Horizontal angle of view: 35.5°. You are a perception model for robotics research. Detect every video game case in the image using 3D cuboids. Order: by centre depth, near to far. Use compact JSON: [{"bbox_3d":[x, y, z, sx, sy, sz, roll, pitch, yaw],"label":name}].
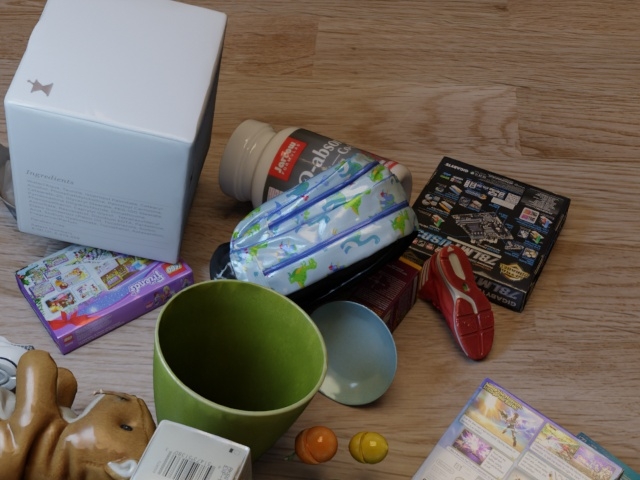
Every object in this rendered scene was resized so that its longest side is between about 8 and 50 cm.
[{"bbox_3d":[0.314,0.400,1.642,0.269,0.061,0.244,33,76,26],"label":"video game case"}]

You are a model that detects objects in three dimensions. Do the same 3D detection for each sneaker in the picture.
[{"bbox_3d":[-0.649,0.211,1.848,0.235,0.090,0.095,13,36,6],"label":"sneaker"},{"bbox_3d":[0.259,0.127,1.936,0.087,0.128,0.221,-8,80,-22],"label":"sneaker"}]

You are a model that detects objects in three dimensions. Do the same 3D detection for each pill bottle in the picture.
[{"bbox_3d":[-0.013,-0.111,2.054,0.362,0.210,0.210,21,51,18],"label":"pill bottle"}]

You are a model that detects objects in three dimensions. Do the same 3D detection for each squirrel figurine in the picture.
[{"bbox_3d":[-0.457,0.382,1.606,0.370,0.281,0.397,12,62,-4],"label":"squirrel figurine"}]

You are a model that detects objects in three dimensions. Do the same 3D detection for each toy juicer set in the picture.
[{"bbox_3d":[0.076,0.426,1.628,0.328,0.089,0.209,26,72,7],"label":"toy juicer set"}]

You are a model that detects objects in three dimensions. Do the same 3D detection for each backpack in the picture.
[{"bbox_3d":[0.000,0.000,1.808,0.355,0.290,0.274,-14,85,15],"label":"backpack"}]

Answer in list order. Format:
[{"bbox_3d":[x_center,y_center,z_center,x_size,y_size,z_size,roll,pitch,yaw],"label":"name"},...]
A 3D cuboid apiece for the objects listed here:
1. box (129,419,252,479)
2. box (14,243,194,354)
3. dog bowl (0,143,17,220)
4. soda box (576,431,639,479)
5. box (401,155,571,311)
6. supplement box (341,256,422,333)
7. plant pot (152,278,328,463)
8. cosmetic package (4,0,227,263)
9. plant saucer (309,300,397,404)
[{"bbox_3d":[-0.185,0.417,1.499,0.147,0.311,0.121,14,49,13],"label":"box"},{"bbox_3d":[-0.425,0.079,1.977,0.293,0.057,0.201,-27,53,-23],"label":"box"},{"bbox_3d":[-0.526,-0.144,2.151,0.348,0.102,0.349,0,47,0],"label":"dog bowl"},{"bbox_3d":[0.495,0.420,1.669,0.210,0.067,0.071,36,57,28],"label":"soda box"},{"bbox_3d":[0.332,-0.022,2.070,0.295,0.073,0.293,20,51,17],"label":"box"},{"bbox_3d":[0.111,0.125,1.910,0.080,0.104,0.188,26,52,22],"label":"supplement box"},{"bbox_3d":[-0.160,0.264,1.635,0.274,0.294,0.275,12,40,-11],"label":"plant pot"},{"bbox_3d":[-0.380,-0.215,1.889,0.327,0.394,0.330,13,55,-4],"label":"cosmetic package"},{"bbox_3d":[0.055,0.200,1.811,0.194,0.195,0.037,24,21,20],"label":"plant saucer"}]
